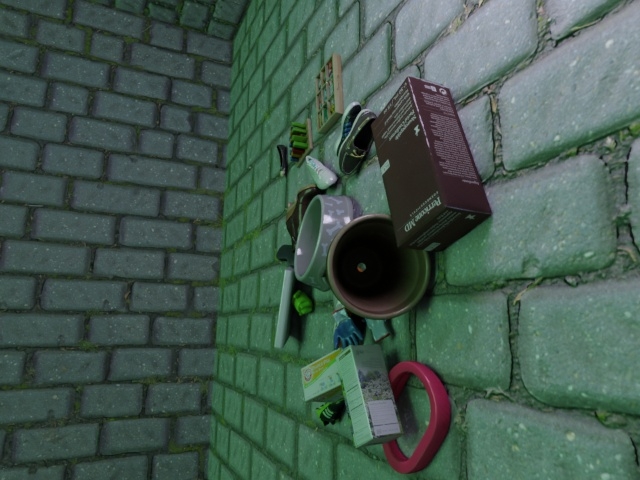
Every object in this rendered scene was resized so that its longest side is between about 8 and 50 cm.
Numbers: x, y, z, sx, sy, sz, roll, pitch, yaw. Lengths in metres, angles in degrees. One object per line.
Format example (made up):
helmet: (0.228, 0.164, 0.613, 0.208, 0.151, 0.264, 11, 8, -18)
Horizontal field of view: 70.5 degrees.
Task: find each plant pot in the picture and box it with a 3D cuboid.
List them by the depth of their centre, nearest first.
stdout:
plant pot: (0.129, 0.071, 1.210, 0.229, 0.263, 0.263, 156, 118, -81)

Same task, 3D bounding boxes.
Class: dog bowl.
dog bowl: (0.000, 0.000, 1.576, 0.349, 0.102, 0.349, -166, 90, -75)

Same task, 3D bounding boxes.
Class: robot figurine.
robot figurine: (-0.072, 0.245, 1.784, 0.115, 0.067, 0.101, 41, 152, 60)

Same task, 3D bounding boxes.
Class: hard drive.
hard drive: (-0.136, 0.262, 1.855, 0.203, 0.040, 0.307, -38, -44, -85)

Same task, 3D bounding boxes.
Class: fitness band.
fitness band: (0.221, 0.438, 1.126, 0.209, 0.054, 0.291, 56, 135, 51)

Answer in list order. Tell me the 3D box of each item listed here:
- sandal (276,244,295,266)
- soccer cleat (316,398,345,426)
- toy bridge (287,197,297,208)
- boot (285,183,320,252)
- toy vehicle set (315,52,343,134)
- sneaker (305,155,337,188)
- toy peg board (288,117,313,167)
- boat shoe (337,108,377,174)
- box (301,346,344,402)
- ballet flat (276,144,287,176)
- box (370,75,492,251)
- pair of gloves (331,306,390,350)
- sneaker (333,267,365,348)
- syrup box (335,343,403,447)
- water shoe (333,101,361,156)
sandal: (-0.108, 0.062, 1.920, 0.097, 0.054, 0.254, -61, 26, -6)
soccer cleat: (0.047, 0.556, 1.478, 0.072, 0.060, 0.179, 60, 139, 18)
toy bridge: (-0.100, -0.157, 1.989, 0.188, 0.026, 0.063, 158, 113, -63)
boot: (-0.057, -0.085, 1.799, 0.248, 0.090, 0.207, -42, 49, 47)
toy vehicle set: (0.032, -0.575, 1.785, 0.166, 0.035, 0.267, 146, 126, -59)
sneaker: (-0.010, -0.264, 1.712, 0.080, 0.094, 0.212, -40, 32, -1)
toy peg board: (-0.106, -0.435, 2.003, 0.160, 0.079, 0.161, 137, 134, -55)
boat shoe: (0.121, -0.311, 1.475, 0.069, 0.081, 0.228, -115, 41, -55)
box: (0.047, 0.411, 1.371, 0.203, 0.114, 0.103, -39, 47, 37)
ballet flat: (-0.192, -0.388, 2.214, 0.057, 0.049, 0.173, 143, 129, -59)
box: (0.251, -0.184, 1.099, 0.191, 0.143, 0.381, -49, 43, 51)
pair of gloves: (0.116, 0.236, 1.300, 0.198, 0.023, 0.159, -31, 46, 16)
sneaker: (0.082, 0.217, 1.444, 0.121, 0.099, 0.262, 155, 126, -70)
syrup box: (0.121, 0.394, 1.167, 0.096, 0.093, 0.237, -54, 40, 46)
water shoe: (0.111, -0.369, 1.549, 0.080, 0.073, 0.203, 42, 129, 35)
